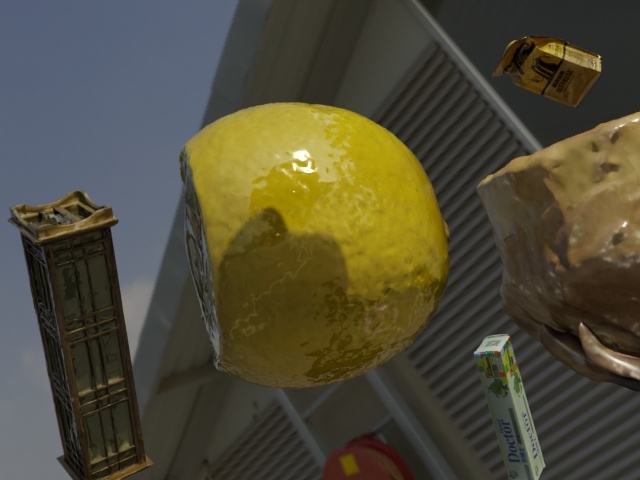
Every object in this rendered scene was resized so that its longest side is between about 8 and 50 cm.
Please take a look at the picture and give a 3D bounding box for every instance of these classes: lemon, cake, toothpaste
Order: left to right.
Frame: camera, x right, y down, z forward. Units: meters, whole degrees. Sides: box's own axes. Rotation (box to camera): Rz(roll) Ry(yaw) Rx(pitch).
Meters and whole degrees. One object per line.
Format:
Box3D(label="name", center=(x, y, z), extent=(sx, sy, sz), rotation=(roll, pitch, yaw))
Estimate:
Box3D(label="lemon", center=(0.000, 0.000, 0.723), extent=(0.219, 0.240, 0.240), rotation=(-8, -25, -12))
Box3D(label="toothpaste", center=(0.210, 0.188, 0.961), extent=(0.034, 0.164, 0.046), rotation=(-11, 11, 30))
Box3D(label="cake", center=(0.379, 0.024, 1.023), extent=(0.332, 0.321, 0.332), rotation=(-16, -7, -2))

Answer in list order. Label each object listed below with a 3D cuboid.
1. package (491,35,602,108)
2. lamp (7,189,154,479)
Box3D(label="package", center=(0.303, -0.232, 1.156), extent=(0.071, 0.131, 0.047), rotation=(110, 179, -53))
Box3D(label="lamp", center=(-0.259, 0.115, 0.943), extent=(0.090, 0.089, 0.325), rotation=(-18, -63, -33))
